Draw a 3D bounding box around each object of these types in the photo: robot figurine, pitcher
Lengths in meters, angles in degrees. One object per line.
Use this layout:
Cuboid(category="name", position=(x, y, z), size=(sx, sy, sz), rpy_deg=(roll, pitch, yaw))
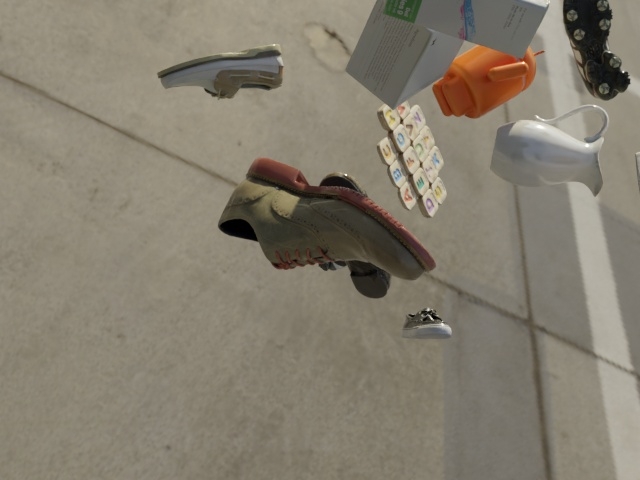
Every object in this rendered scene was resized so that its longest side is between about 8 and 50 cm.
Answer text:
Cuboid(category="robot figurine", position=(0.329, -0.321, 1.701), size=(0.219, 0.158, 0.128), rpy_deg=(-32, 69, -13))
Cuboid(category="pitcher", position=(0.439, -0.184, 1.665), size=(0.207, 0.125, 0.177), rpy_deg=(10, 77, 10))

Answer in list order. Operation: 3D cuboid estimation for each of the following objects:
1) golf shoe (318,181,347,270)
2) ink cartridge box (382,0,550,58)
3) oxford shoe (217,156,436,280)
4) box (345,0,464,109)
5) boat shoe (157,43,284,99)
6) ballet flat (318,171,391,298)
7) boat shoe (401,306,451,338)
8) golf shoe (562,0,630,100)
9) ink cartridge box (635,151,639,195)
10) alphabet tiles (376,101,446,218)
Cuboid(category="golf shoe", position=(0.033, -0.033, 1.934), size=(0.094, 0.077, 0.198), rpy_deg=(-5, 91, -1))
Cuboid(category="ink cartridge box", position=(0.209, -0.361, 1.231), size=(0.212, 0.093, 0.154), rpy_deg=(16, 46, 1))
Cuboid(category="oxford shoe", position=(0.000, 0.000, 1.148), size=(0.130, 0.348, 0.123), rpy_deg=(-53, 133, -14))
Cuboid(category="box", position=(0.165, -0.356, 1.528), size=(0.119, 0.182, 0.181), rpy_deg=(42, 49, 13))
Cuboid(category="boat shoe", position=(-0.221, -0.377, 2.009), size=(0.302, 0.113, 0.103), rpy_deg=(-15, 101, -21))
Cuboid(category="ballet flat", position=(0.058, -0.013, 1.322), size=(0.250, 0.084, 0.058), rpy_deg=(65, 34, -38))
Cuboid(category="boat shoe", position=(0.257, 0.200, 2.122), size=(0.080, 0.228, 0.076), rpy_deg=(7, 81, -10))
Cuboid(category="golf shoe", position=(0.577, -0.433, 1.894), size=(0.120, 0.105, 0.273), rpy_deg=(-118, -170, -82))
Cuboid(category="ink cartridge box", position=(0.686, -0.078, 1.422), size=(0.207, 0.283, 0.117), rpy_deg=(45, 41, -44))
Cuboid(category="alphabet tiles", position=(0.219, -0.200, 2.039), size=(0.284, 0.021, 0.278), rpy_deg=(64, 35, -16))
